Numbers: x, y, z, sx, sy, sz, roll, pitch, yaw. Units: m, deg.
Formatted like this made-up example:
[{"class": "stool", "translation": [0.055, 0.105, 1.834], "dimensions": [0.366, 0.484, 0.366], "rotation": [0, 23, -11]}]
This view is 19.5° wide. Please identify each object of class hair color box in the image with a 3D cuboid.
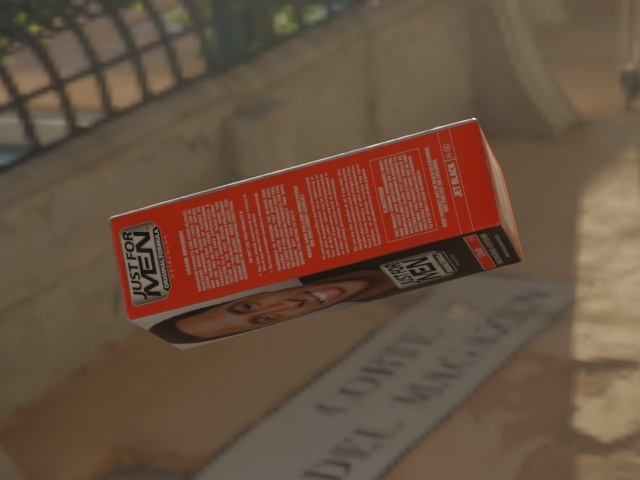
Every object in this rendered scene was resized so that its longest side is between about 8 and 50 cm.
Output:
[{"class": "hair color box", "translation": [0.000, 0.000, 0.700], "dimensions": [0.072, 0.141, 0.043], "rotation": [43, -146, -72]}]
